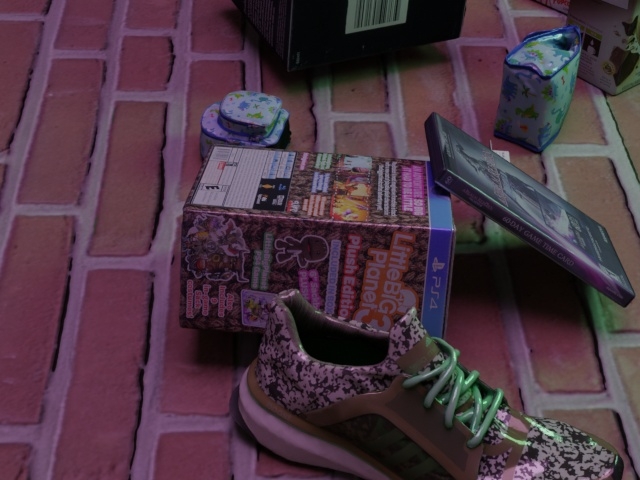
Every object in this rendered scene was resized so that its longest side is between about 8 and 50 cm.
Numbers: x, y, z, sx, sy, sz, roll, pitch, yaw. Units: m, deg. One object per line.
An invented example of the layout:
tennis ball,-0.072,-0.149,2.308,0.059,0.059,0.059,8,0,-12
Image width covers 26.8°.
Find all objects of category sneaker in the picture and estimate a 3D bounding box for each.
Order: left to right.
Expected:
sneaker,0.102,0.160,1.335,0.410,0.182,0.158,15,39,13

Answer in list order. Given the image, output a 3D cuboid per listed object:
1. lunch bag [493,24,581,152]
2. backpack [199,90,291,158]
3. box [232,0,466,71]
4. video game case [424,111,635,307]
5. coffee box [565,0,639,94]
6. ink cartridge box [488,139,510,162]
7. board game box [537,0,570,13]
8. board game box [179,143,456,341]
lunch bag,0.314,-0.220,1.882,0.096,0.129,0.151,28,45,27
backpack,-0.103,-0.150,1.797,0.114,0.084,0.105,7,36,9
box,0.027,-0.421,2.011,0.296,0.183,0.294,-13,43,-22
video game case,0.243,-0.040,1.587,0.274,0.026,0.196,33,21,-13
coffee box,0.468,-0.387,1.971,0.168,0.297,0.119,-27,47,-32
ink cartridge box,0.229,-0.083,1.736,0.028,0.083,0.048,3,38,0
board game box,0.463,-0.425,2.224,0.146,0.045,0.193,31,45,31
board game box,0.000,0.000,1.521,0.290,0.141,0.232,5,22,2
